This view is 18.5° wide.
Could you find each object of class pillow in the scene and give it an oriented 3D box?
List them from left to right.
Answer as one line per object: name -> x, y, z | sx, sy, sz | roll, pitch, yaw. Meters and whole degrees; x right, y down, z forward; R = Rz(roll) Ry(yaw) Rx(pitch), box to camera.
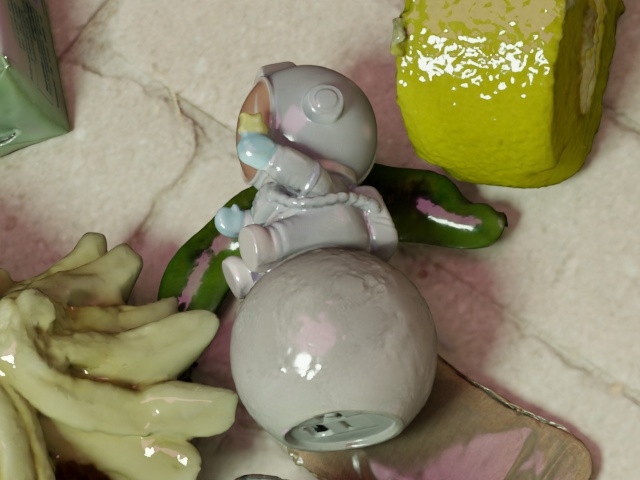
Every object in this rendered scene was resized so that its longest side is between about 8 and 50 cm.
pillow -> 0.083, 0.150, 1.380 | 0.211, 0.034, 0.135 | 35, 79, 27

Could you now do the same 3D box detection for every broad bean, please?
broad bean -> -0.012, 0.012, 1.468 | 0.292, 0.049, 0.144 | -30, 67, 8

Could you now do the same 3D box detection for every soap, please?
soap -> -0.322, -0.161, 1.599 | 0.182, 0.138, 0.199 | -20, 62, 10

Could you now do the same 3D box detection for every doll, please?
doll -> 0.000, 0.000, 1.372 | 0.151, 0.151, 0.287 | -14, 64, 14

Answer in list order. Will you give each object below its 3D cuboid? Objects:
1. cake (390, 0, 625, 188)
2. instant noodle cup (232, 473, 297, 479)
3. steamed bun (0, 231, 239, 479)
cake -> 0.137, -0.173, 1.416 | 0.156, 0.179, 0.260 | 4, 68, 22
instant noodle cup -> -0.030, 0.297, 1.261 | 0.244, 0.244, 0.255 | 10, 64, 23
steamed bun -> -0.206, 0.116, 1.409 | 0.247, 0.189, 0.428 | -58, 42, 24
